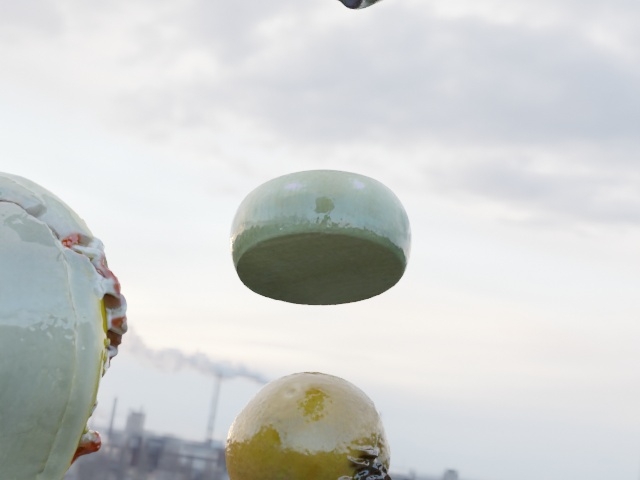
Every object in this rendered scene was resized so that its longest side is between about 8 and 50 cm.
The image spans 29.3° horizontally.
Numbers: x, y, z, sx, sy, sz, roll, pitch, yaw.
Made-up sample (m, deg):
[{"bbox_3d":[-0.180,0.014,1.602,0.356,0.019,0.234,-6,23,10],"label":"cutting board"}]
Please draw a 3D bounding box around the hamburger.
[{"bbox_3d":[-0.261,0.095,0.879,0.227,0.295,0.151,36,26,27],"label":"hamburger"}]

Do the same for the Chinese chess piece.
[{"bbox_3d":[0.000,0.000,1.676,0.250,0.101,0.250,-1,-28,-1],"label":"Chinese chess piece"}]

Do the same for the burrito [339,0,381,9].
[{"bbox_3d":[0.067,-0.272,0.857,0.089,0.228,0.144,21,18,-50],"label":"burrito"}]

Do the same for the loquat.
[{"bbox_3d":[-0.010,0.179,1.039,0.141,0.141,0.141,8,-11,2],"label":"loquat"}]
